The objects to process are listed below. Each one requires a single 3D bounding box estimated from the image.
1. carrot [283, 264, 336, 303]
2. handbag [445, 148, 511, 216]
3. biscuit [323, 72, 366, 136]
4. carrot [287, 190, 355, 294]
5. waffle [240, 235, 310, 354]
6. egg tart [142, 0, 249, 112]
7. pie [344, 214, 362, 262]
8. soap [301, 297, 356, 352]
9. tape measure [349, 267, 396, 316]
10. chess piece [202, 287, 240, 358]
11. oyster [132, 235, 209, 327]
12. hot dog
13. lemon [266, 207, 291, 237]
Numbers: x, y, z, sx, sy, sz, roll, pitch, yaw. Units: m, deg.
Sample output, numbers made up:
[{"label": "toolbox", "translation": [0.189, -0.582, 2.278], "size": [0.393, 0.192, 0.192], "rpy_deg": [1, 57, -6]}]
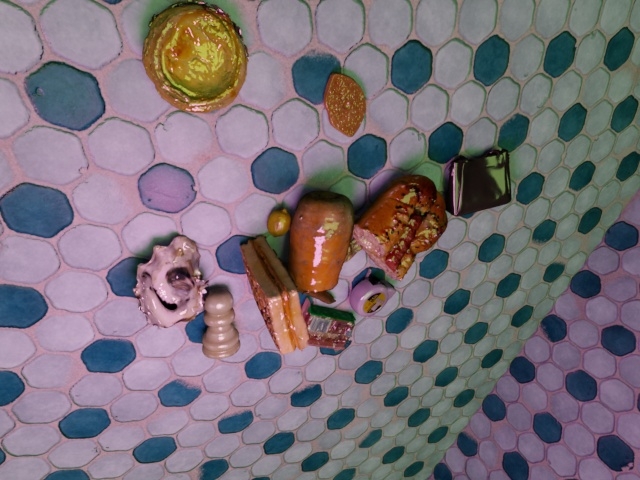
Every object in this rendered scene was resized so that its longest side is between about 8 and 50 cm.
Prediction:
[{"label": "carrot", "translation": [-0.049, 0.193, 1.631], "size": [0.070, 0.070, 0.342], "rpy_deg": [-49, 128, 6]}, {"label": "handbag", "translation": [0.660, -0.245, 1.697], "size": [0.286, 0.113, 0.256], "rpy_deg": [-13, 117, -11]}, {"label": "biscuit", "translation": [0.083, -0.449, 1.341], "size": [0.142, 0.029, 0.220], "rpy_deg": [-30, 126, -6]}, {"label": "carrot", "translation": [0.000, 0.000, 1.433], "size": [0.225, 0.224, 0.339], "rpy_deg": [-1, 111, -26]}, {"label": "waffle", "translation": [-0.160, 0.170, 1.368], "size": [0.114, 0.376, 0.260], "rpy_deg": [-17, 122, -16]}, {"label": "egg tart", "translation": [-0.330, -0.483, 1.083], "size": [0.279, 0.095, 0.278], "rpy_deg": [-11, 117, -22]}, {"label": "pie", "translation": [0.101, -0.012, 1.592], "size": [0.218, 0.052, 0.185], "rpy_deg": [-41, 124, -3]}, {"label": "soap", "translation": [0.015, 0.370, 1.743], "size": [0.274, 0.098, 0.217], "rpy_deg": [16, 110, -33]}, {"label": "tape measure", "translation": [0.213, 0.237, 1.767], "size": [0.196, 0.105, 0.178], "rpy_deg": [-47, 134, 7]}, {"label": "chess piece", "translation": [-0.371, 0.291, 1.495], "size": [0.145, 0.144, 0.250], "rpy_deg": [-7, 114, -23]}, {"label": "oyster", "translation": [-0.498, 0.163, 1.366], "size": [0.238, 0.115, 0.350], "rpy_deg": [-22, 131, -24]}, {"label": "hot dog", "translation": [0.335, -0.068, 1.570], "size": [0.365, 0.196, 0.367], "rpy_deg": [-51, 133, -9]}, {"label": "lemon", "translation": [-0.144, -0.065, 1.423], "size": [0.082, 0.082, 0.110], "rpy_deg": [15, 108, -32]}]
